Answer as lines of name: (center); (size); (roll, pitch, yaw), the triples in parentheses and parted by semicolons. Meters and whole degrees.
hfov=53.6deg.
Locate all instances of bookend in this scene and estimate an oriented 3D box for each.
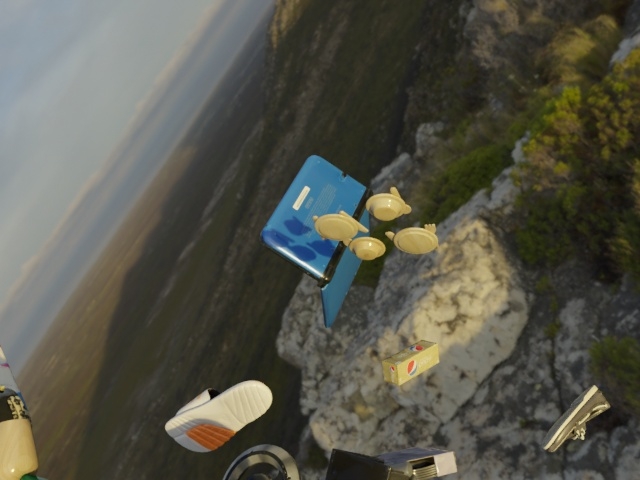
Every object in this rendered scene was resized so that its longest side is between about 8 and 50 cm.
bookend: (0.120, 0.470, 1.240); (0.157, 0.156, 0.073); (-3, 68, 49)

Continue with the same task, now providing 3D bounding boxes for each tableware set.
tableware set: (0.081, -0.014, 0.919); (0.168, 0.141, 0.020); (-14, 51, 31)

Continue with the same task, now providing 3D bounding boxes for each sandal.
sandal: (-0.185, 0.326, 1.226); (0.265, 0.102, 0.076); (-33, 18, 26)

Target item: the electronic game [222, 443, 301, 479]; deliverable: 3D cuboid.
electronic game: (-0.149, 0.608, 1.529); (0.229, 0.048, 0.229); (-16, 50, 21)

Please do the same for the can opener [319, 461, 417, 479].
can opener: (0.101, 0.633, 1.600); (0.283, 0.076, 0.095); (-17, 12, 15)

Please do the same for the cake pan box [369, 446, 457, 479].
cake pan box: (0.257, 0.697, 1.963); (0.267, 0.245, 0.070); (142, 120, -67)

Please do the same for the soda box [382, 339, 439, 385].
soda box: (0.255, 0.340, 1.776); (0.181, 0.061, 0.058); (-17, 16, -40)

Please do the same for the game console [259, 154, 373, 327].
game console: (0.000, 0.000, 1.432); (0.173, 0.250, 0.293); (-50, 9, 50)

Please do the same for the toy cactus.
toy cactus: (-0.327, 0.291, 0.702); (0.219, 0.112, 0.181); (-30, 62, 40)

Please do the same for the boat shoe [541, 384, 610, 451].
boat shoe: (0.573, 0.407, 1.410); (0.206, 0.065, 0.075); (-35, -18, -28)

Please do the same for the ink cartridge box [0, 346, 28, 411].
ink cartridge box: (-0.643, 0.255, 1.148); (0.231, 0.134, 0.078); (48, 115, 32)

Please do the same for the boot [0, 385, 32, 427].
boot: (-0.526, 0.218, 0.889); (0.085, 0.236, 0.178); (-42, -16, 5)
